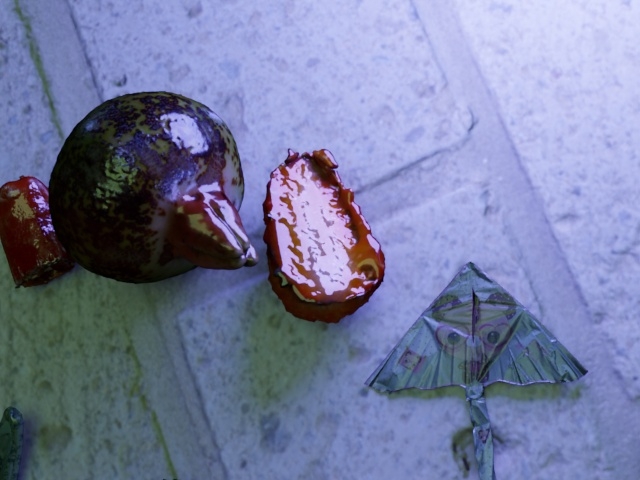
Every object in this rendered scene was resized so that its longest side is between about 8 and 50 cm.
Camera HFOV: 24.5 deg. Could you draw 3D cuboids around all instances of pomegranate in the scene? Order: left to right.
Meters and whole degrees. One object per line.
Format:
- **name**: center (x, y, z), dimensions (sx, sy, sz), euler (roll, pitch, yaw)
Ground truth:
- **pomegranate**: center (-0.156, -0.037, 1.509), dimensions (0.248, 0.214, 0.214), euler (38, 89, 33)

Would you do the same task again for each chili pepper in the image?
- **chili pepper**: center (-0.317, -0.014, 1.631), dimensions (0.070, 0.073, 0.123), euler (-11, 71, -31)

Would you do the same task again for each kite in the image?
- **kite**: center (0.155, 0.144, 1.482), dimensions (0.229, 0.012, 0.250), euler (-8, 75, 18)

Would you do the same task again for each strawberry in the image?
- **strawberry**: center (0.000, 0.000, 1.536), dimensions (0.121, 0.082, 0.188), euler (-7, 64, -6)

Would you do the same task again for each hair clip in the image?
- **hair clip**: center (-0.360, 0.288, 1.583), dimensions (0.066, 0.036, 0.229), euler (19, 89, 24)

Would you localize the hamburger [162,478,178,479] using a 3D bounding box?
- **hamburger**: center (-0.188, 0.352, 1.471), dimensions (0.206, 0.130, 0.183), euler (-33, 72, 4)
